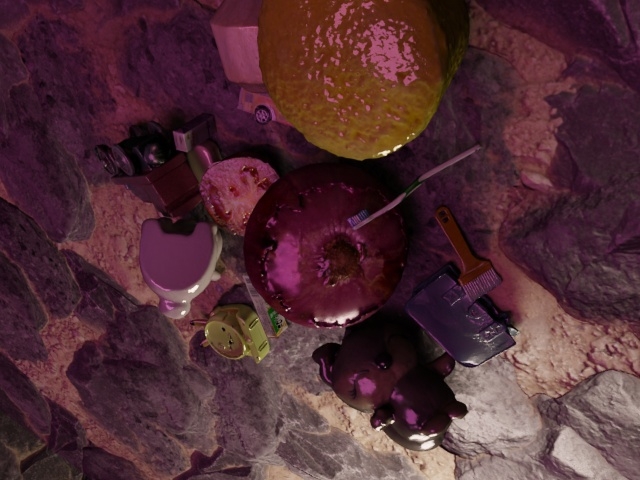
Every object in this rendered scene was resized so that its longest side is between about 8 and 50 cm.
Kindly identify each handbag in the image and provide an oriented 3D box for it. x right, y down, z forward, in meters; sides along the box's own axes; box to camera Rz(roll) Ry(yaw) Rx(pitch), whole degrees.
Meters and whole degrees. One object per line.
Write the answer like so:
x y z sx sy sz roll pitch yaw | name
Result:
0.321 0.173 1.666 0.229 0.062 0.179 45 134 -3 | handbag

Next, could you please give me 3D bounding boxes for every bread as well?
0.086 -0.349 1.275 0.348 0.308 0.348 16 130 21 | bread

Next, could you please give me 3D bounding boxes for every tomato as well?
-0.170 -0.119 1.748 0.225 0.085 0.225 6 121 10 | tomato

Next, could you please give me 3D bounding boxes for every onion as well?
0.004 -0.003 1.592 0.345 0.358 0.358 -121 27 -48 | onion

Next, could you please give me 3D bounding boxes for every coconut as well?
-0.111 -0.411 1.439 0.202 0.202 0.222 9 129 28 | coconut

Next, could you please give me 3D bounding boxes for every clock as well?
-0.265 0.267 2.106 0.232 0.069 0.170 -3 119 34 | clock

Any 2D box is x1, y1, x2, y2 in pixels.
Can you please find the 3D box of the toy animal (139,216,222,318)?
-0.352 0.064 1.859 0.196 0.367 0.241 7 90 -6 | toy animal

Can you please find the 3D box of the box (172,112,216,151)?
-0.295 -0.254 1.723 0.036 0.117 0.050 14 126 27 | box

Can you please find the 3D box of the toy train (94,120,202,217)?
-0.425 -0.171 1.815 0.304 0.150 0.221 9 132 57 | toy train

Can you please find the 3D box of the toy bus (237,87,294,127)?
-0.046 -0.287 1.561 0.268 0.092 0.106 21 122 19 | toy bus

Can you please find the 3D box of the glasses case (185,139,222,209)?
-0.273 -0.155 1.825 0.083 0.050 0.196 3 123 28 | glasses case

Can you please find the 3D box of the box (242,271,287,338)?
-0.149 0.165 1.973 0.041 0.050 0.207 -1 120 37 | box

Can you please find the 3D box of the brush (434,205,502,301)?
0.306 0.023 1.580 0.082 0.010 0.218 -31 97 3 | brush

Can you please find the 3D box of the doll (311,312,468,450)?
0.148 0.370 1.792 0.382 0.252 0.378 40 142 20 | doll

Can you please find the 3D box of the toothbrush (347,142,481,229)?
0.188 -0.108 1.450 0.304 0.030 0.030 -31 105 0 | toothbrush
